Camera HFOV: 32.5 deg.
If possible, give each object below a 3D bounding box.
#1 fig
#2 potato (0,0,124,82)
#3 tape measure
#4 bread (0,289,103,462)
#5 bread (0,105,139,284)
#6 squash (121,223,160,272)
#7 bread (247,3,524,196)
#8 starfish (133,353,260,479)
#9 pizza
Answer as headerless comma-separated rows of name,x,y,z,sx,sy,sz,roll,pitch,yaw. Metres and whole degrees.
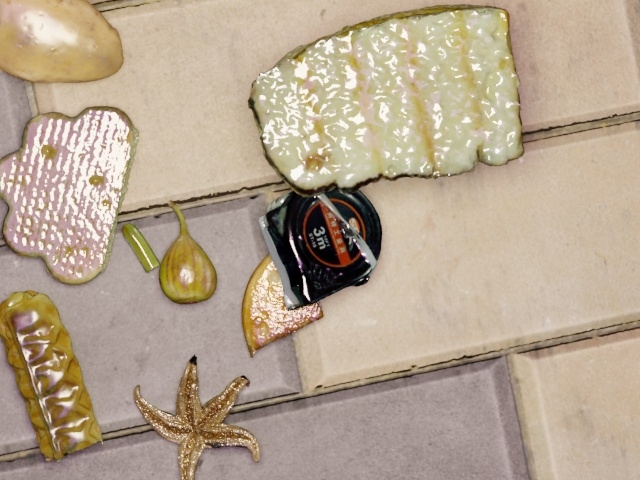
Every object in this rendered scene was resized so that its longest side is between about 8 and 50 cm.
fig,-0.222,0.022,1.697,0.093,0.093,0.166,-23,93,-4
potato,-0.420,-0.322,1.673,0.235,0.128,0.161,-1,106,-8
tape measure,0.004,-0.002,1.690,0.181,0.107,0.182,-16,86,-29
bread,-0.421,0.205,1.685,0.087,0.098,0.269,-21,91,-45
bread,-0.402,-0.084,1.700,0.207,0.056,0.286,17,89,-7
squash,-0.284,0.009,1.723,0.027,0.027,0.083,-31,92,-3
bread,0.089,-0.211,1.645,0.395,0.264,0.239,-12,103,-3
starfish,-0.195,0.299,1.717,0.213,0.057,0.237,9,85,4
pizza,-0.059,0.098,1.732,0.131,0.041,0.178,2,90,-1
